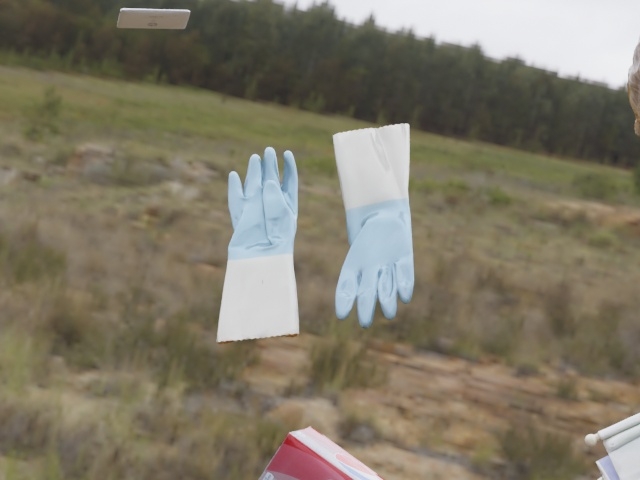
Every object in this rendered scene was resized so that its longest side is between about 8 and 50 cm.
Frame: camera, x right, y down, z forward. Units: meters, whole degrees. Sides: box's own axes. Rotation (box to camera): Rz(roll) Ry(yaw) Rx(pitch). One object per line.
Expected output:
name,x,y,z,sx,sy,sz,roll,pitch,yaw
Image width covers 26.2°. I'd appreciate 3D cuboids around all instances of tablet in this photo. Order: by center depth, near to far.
tablet,-0.201,-0.266,1.653,0.083,0.006,0.054,0,-14,-14

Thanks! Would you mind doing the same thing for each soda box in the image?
soda box,0.058,0.327,1.605,0.263,0.083,0.092,34,7,14

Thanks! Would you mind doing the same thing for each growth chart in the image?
growth chart,0.409,0.311,1.658,0.172,0.237,0.021,-21,-32,10

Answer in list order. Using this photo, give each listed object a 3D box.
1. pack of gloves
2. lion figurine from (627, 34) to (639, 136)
pack of gloves,0.000,0.000,1.378,0.195,0.232,0.046,-8,-34,14
lion figurine,0.430,-0.217,1.124,0.142,0.240,0.392,36,-32,-28
